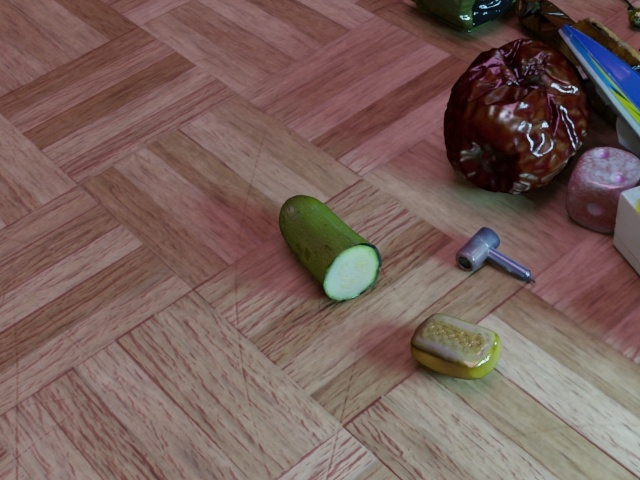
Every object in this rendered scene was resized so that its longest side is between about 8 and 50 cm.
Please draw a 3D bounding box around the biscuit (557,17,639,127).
[{"bbox_3d":[0.467,-0.267,1.624,0.029,0.118,0.247,-4,42,-30],"label":"biscuit"}]

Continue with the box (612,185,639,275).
[{"bbox_3d":[0.559,-0.009,1.351,0.260,0.111,0.194,-20,46,-9],"label":"box"}]

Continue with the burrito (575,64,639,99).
[{"bbox_3d":[0.412,-0.256,1.612,0.229,0.063,0.058,10,77,50],"label":"burrito"}]

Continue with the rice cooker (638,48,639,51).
[{"bbox_3d":[0.587,-0.273,1.594,0.118,0.142,0.203,-16,40,9],"label":"rice cooker"}]

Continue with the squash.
[{"bbox_3d":[0.000,0.000,1.445,0.095,0.095,0.188,-26,42,-18],"label":"squash"}]

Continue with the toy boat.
[{"bbox_3d":[0.449,-0.204,1.474,0.295,0.088,0.129,52,21,7],"label":"toy boat"}]

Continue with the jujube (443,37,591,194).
[{"bbox_3d":[0.296,-0.181,1.510,0.213,0.213,0.232,16,54,23],"label":"jujube"}]

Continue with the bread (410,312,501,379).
[{"bbox_3d":[0.174,0.143,1.292,0.115,0.056,0.082,15,48,31],"label":"bread"}]

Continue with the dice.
[{"bbox_3d":[0.413,-0.073,1.448,0.094,0.093,0.091,21,51,25],"label":"dice"}]

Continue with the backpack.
[{"bbox_3d":[0.296,-0.503,1.868,0.253,0.140,0.207,-32,50,-24],"label":"backpack"}]

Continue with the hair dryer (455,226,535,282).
[{"bbox_3d":[0.253,0.032,1.411,0.114,0.037,0.063,33,59,26],"label":"hair dryer"}]

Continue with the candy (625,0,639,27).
[{"bbox_3d":[0.566,-0.422,1.828,0.035,0.035,0.123,-22,35,11],"label":"candy"}]

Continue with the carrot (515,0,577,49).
[{"bbox_3d":[0.424,-0.360,1.763,0.069,0.069,0.228,-23,48,-14],"label":"carrot"}]
